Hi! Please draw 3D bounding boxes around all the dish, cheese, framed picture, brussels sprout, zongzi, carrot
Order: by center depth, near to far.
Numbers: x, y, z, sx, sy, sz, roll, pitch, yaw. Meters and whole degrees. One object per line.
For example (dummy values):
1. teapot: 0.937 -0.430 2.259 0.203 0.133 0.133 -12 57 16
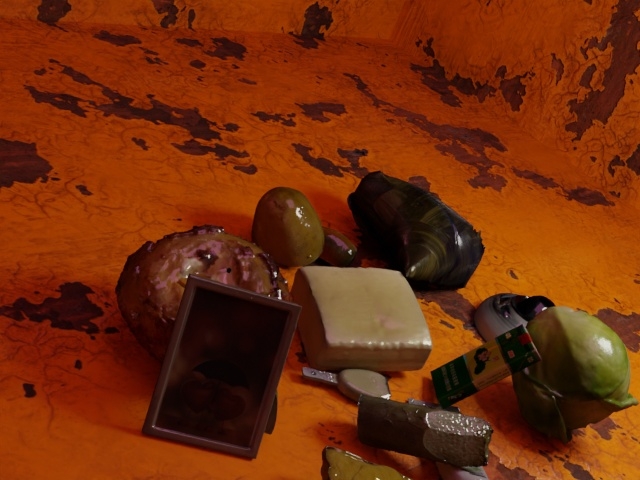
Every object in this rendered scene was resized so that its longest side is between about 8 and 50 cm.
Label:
1. framed picture: -0.172 0.225 1.645 0.211 0.290 0.020 17 2 -14
2. cheese: 0.052 0.294 1.938 0.192 0.037 0.097 17 28 -15
3. cheese: 0.088 0.172 2.056 0.265 0.124 0.243 3 45 -23
4. brussels sprout: 0.556 0.299 2.073 0.227 0.259 0.295 40 39 -59
5. carrot: 0.000 0.000 2.360 0.193 0.087 0.087 31 29 10
6. dish: 0.542 0.199 2.379 0.273 0.134 0.273 18 27 -10
7. zongzi: 0.184 -0.034 2.387 0.403 0.208 0.432 39 22 23

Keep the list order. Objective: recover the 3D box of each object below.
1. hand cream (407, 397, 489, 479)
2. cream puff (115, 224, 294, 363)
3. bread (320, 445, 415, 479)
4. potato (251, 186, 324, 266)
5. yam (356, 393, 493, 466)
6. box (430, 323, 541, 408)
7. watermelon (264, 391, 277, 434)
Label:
1. hand cream: 0.268 0.426 1.863 0.121 0.076 0.336 16 22 -17
2. cream puff: -0.222 0.126 1.817 0.350 0.229 0.351 5 48 -6
3. bread: 0.100 0.463 1.637 0.233 0.088 0.161 21 33 -11
4. potato: -0.082 -0.054 2.259 0.178 0.158 0.204 -8 55 -6
5. yam: 0.197 0.367 1.789 0.259 0.106 0.106 8 24 15
6. box: 0.353 0.271 2.016 0.034 0.235 0.132 58 10 -17
7. watermelon: -0.138 0.303 1.716 0.158 0.098 0.121 2 3 -39
